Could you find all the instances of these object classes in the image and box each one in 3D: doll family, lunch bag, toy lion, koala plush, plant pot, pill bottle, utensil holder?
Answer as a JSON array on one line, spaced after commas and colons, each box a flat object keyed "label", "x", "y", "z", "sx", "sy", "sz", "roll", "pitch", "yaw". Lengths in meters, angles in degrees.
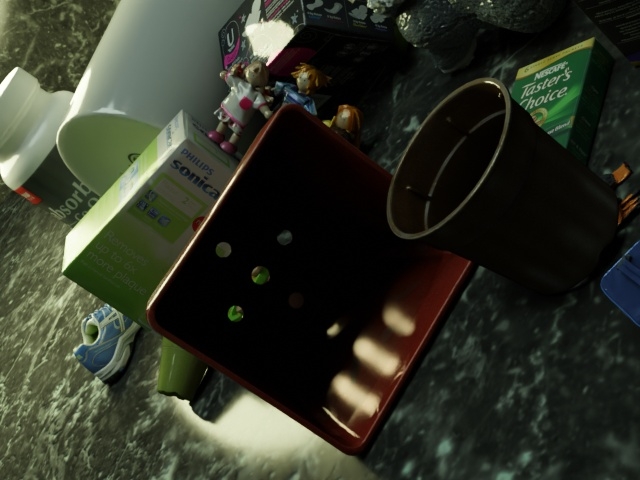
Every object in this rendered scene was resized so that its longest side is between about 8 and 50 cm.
[{"label": "doll family", "x": -0.030, "y": -0.160, "z": 1.473, "sx": 0.263, "sy": 0.118, "sz": 0.163, "roll": 42, "pitch": 114, "yaw": 23}, {"label": "lunch bag", "x": 0.275, "y": 0.041, "z": 0.837, "sx": 0.067, "sy": 0.065, "sz": 0.098, "roll": -48, "pitch": 27, "yaw": 8}, {"label": "toy lion", "x": -0.107, "y": 0.077, "z": 1.459, "sx": 0.096, "sy": 0.034, "sz": 0.100, "roll": -32, "pitch": 32, "yaw": 49}, {"label": "koala plush", "x": 0.182, "y": -0.314, "z": 1.308, "sx": 0.221, "sy": 0.196, "sz": 0.203, "roll": -28, "pitch": 45, "yaw": 34}, {"label": "plant pot", "x": 0.178, "y": -0.040, "z": 0.967, "sx": 0.167, "sy": 0.165, "sz": 0.167, "roll": -46, "pitch": 27, "yaw": 32}, {"label": "plant pot", "x": -0.034, "y": 0.042, "z": 1.152, "sx": 0.267, "sy": 0.267, "sz": 0.236, "roll": -58, "pitch": 15, "yaw": -11}, {"label": "pill bottle", "x": -0.449, "y": -0.142, "z": 1.898, "sx": 0.210, "sy": 0.363, "sz": 0.210, "roll": -43, "pitch": 25, "yaw": 26}, {"label": "plant pot", "x": -0.190, "y": 0.176, "z": 1.423, "sx": 0.083, "sy": 0.083, "sz": 0.079, "roll": -11, "pitch": 59, "yaw": 54}, {"label": "utensil holder", "x": -0.232, "y": -0.266, "z": 1.763, "sx": 0.327, "sy": 0.327, "sz": 0.385, "roll": -20, "pitch": 42, "yaw": 48}]

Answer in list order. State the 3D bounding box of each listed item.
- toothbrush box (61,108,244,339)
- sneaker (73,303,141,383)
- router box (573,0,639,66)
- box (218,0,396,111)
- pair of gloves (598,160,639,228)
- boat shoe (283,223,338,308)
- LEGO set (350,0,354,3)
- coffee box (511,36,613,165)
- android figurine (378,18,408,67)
[{"label": "toothbrush box", "x": -0.218, "y": -0.017, "z": 1.553, "sx": 0.283, "sy": 0.206, "sz": 0.122, "roll": -45, "pitch": 26, "yaw": 13}, {"label": "sneaker", "x": -0.341, "y": 0.131, "z": 1.709, "sx": 0.080, "sy": 0.081, "sz": 0.211, "roll": -35, "pitch": 29, "yaw": 35}, {"label": "router box", "x": 0.331, "y": -0.377, "z": 1.073, "sx": 0.081, "sy": 0.243, "sz": 0.309, "roll": -9, "pitch": 50, "yaw": 55}, {"label": "box", "x": -0.025, "y": -0.309, "z": 1.561, "sx": 0.247, "sy": 0.163, "sz": 0.142, "roll": -34, "pitch": 59, "yaw": 52}, {"label": "pair of gloves", "x": 0.275, "y": -0.036, "z": 0.998, "sx": 0.074, "sy": 0.010, "sz": 0.083, "roll": -42, "pitch": 27, "yaw": 21}, {"label": "boat shoe", "x": 0.000, "y": 0.000, "z": 1.335, "sx": 0.076, "sy": 0.080, "sz": 0.228, "roll": 19, "pitch": 80, "yaw": 61}, {"label": "LEGO set", "x": 0.115, "y": -0.391, "z": 1.264, "sx": 0.182, "sy": 0.060, "sz": 0.244, "roll": -61, "pitch": 6, "yaw": -7}, {"label": "coffee box", "x": 0.246, "y": -0.127, "z": 1.124, "sx": 0.113, "sy": 0.040, "sz": 0.184, "roll": -17, "pitch": 43, "yaw": 50}, {"label": "android figurine", "x": 0.157, "y": -0.389, "z": 1.587, "sx": 0.248, "sy": 0.056, "sz": 0.273, "roll": -26, "pitch": 38, "yaw": 43}]
